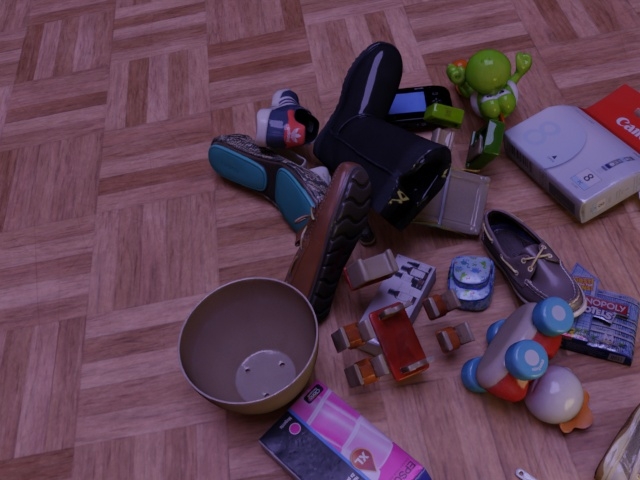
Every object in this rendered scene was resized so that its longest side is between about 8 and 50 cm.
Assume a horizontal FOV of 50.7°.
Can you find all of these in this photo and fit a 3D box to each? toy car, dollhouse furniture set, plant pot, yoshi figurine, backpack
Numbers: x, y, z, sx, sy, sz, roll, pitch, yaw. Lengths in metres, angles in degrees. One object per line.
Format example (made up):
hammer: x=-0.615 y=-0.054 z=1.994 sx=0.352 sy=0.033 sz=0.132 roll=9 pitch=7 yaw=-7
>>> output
toy car: x=0.445 y=0.264 z=1.328 sx=0.238 sy=0.219 sz=0.210 roll=41 pitch=64 yaw=1
dollhouse furniture set: x=0.142 y=0.159 z=1.409 sx=0.262 sy=0.135 sz=0.259 roll=-18 pitch=78 yaw=-18
plant pot: x=-0.132 y=0.245 z=1.410 sx=0.284 sy=0.191 sz=0.284 roll=-5 pitch=53 yaw=6
yoshi figurine: x=0.433 y=-0.430 z=1.755 sx=0.203 sy=0.203 sz=0.362 roll=33 pitch=22 yaw=-11
dollhouse furniture set: x=0.317 y=-0.161 z=1.682 sx=0.198 sy=0.151 sz=0.301 roll=13 pitch=84 yaw=-4
backpack: x=0.336 y=0.093 z=1.514 sx=0.105 sy=0.084 sz=0.114 roll=4 pitch=56 yaw=15

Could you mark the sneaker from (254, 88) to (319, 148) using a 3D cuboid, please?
sneaker: x=-0.070 y=-0.321 z=1.828 sx=0.148 sy=0.131 sz=0.350 roll=9 pitch=27 yaw=5

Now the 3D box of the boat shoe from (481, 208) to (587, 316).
boat shoe: x=0.456 y=0.044 z=1.477 sx=0.117 sy=0.096 sz=0.324 roll=-27 pitch=39 yaw=-2

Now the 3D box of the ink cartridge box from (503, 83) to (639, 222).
ink cartridge box: x=0.703 y=-0.250 z=1.670 sx=0.385 sy=0.091 sz=0.308 roll=-31 pitch=49 yaw=-3

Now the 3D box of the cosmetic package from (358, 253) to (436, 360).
cosmetic package: x=0.168 y=0.148 z=1.516 sx=0.099 sy=0.060 sz=0.239 roll=19 pitch=58 yaw=23

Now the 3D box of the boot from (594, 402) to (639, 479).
boot: x=0.654 y=0.385 z=1.223 sx=0.203 sy=0.095 sz=0.262 roll=33 pitch=71 yaw=31

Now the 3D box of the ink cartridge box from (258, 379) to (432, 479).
ink cartridge box: x=0.069 y=0.448 z=1.305 sx=0.371 sy=0.069 sz=0.176 roll=35 pitch=65 yaw=28

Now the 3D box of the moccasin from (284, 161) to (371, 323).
moccasin: x=0.002 y=0.000 z=1.499 sx=0.147 sy=0.380 sz=0.139 roll=35 pitch=31 yaw=33

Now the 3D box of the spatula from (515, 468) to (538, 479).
spatula: x=0.426 y=0.531 z=1.204 sx=0.242 sy=0.019 sz=0.168 roll=30 pitch=64 yaw=28

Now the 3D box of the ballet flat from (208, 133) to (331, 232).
ballet flat: x=-0.088 y=-0.162 z=1.752 sx=0.182 sy=0.164 sz=0.483 roll=-28 pitch=49 yaw=-35

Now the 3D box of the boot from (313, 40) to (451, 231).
boot: x=0.166 y=-0.266 z=1.607 sx=0.146 sy=0.367 sz=0.445 roll=20 pitch=15 yaw=-26

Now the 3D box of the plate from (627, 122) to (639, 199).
plate: x=0.908 y=-0.179 z=1.649 sx=0.277 sy=0.045 sz=0.278 roll=2 pitch=53 yaw=11

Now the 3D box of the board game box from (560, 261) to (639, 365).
board game box: x=0.580 y=0.148 z=1.446 sx=0.194 sy=0.060 sz=0.194 roll=13 pitch=57 yaw=19

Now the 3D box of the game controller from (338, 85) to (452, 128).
game controller: x=0.208 y=-0.374 z=1.906 sx=0.319 sy=0.067 sz=0.166 roll=-4 pitch=52 yaw=6

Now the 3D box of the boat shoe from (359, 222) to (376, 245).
boat shoe: x=0.088 y=-0.051 z=1.688 sx=0.056 sy=0.049 sz=0.152 roll=-32 pitch=54 yaw=-14
